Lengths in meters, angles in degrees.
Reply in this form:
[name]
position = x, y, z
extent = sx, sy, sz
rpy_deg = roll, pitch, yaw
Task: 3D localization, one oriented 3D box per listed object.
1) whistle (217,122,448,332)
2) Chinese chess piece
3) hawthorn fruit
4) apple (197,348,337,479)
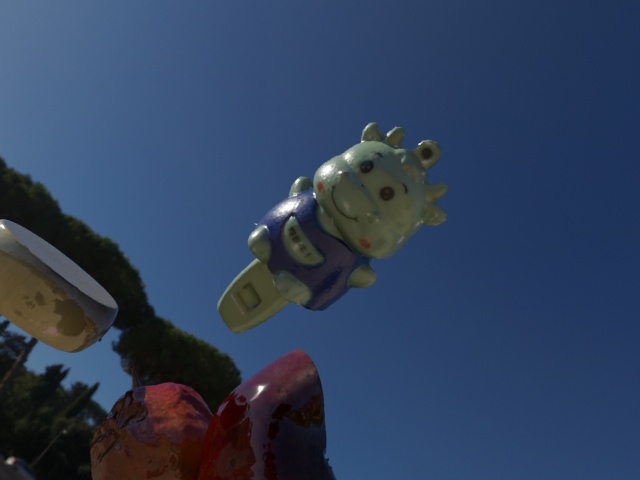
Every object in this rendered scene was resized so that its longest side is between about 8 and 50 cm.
[whistle]
position = 0.000, 0.000, 0.431
extent = 0.244, 0.092, 0.110
rpy_deg = -38, -102, 20
[Chinese chess piece]
position = -0.480, 0.080, 0.897
extent = 0.273, 0.102, 0.273
rpy_deg = 38, -12, 9
[hawthorn fruit]
position = -0.267, 0.303, 0.818
extent = 0.243, 0.208, 0.207
rpy_deg = 63, -34, 22
[apple]
position = -0.026, 0.345, 0.681
extent = 0.295, 0.328, 0.365
rpy_deg = 19, -31, 10
